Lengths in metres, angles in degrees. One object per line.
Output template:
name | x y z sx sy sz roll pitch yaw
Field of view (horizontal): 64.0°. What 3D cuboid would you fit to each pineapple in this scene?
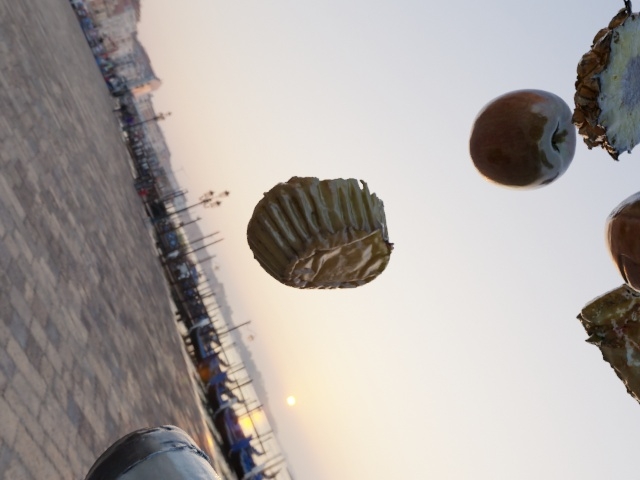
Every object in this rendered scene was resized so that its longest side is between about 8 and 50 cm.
pineapple | 0.420 -0.223 0.711 0.047 0.221 0.221 26 -41 53

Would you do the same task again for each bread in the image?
bread | 0.000 0.000 0.944 0.274 0.274 0.149 82 -5 -49

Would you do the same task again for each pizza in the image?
pizza | 0.806 0.216 1.185 0.392 0.435 0.080 28 5 5

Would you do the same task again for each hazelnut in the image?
hazelnut | 0.458 -0.001 0.670 0.150 0.150 0.150 60 -15 27

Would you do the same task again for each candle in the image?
candle | -0.224 0.463 0.794 0.342 0.221 0.221 27 -38 42

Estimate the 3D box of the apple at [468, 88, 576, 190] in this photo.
apple | 0.374 -0.186 0.963 0.174 0.188 0.188 4 -61 52
